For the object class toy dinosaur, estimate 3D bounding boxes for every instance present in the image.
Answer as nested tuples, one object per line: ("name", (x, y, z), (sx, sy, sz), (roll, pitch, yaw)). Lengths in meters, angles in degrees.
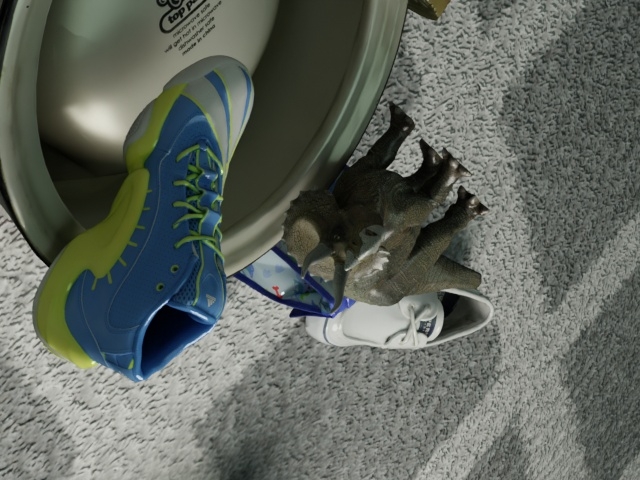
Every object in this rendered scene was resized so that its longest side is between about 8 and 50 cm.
("toy dinosaur", (0.054, -0.008, 1.328), (0.160, 0.121, 0.313), (-45, 161, -1))

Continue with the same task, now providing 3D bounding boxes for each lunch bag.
("lunch bag", (0.000, 0.000, 1.446), (0.129, 0.151, 0.096), (-39, 140, -30))

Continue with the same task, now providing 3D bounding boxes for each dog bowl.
("dog bowl", (-0.117, -0.167, 1.181), (0.408, 0.150, 0.408), (-31, 135, -36))

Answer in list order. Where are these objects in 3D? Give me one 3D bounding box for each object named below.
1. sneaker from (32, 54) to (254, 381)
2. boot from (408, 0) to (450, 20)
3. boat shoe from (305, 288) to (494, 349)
("sneaker", (-0.090, -0.006, 1.086), (0.240, 0.126, 0.091), (-59, 146, -2))
("boot", (0.120, -0.359, 1.413), (0.269, 0.089, 0.236), (-58, 156, -4))
("boat shoe", (0.092, 0.070, 1.672), (0.258, 0.084, 0.095), (-11, 123, -48))
